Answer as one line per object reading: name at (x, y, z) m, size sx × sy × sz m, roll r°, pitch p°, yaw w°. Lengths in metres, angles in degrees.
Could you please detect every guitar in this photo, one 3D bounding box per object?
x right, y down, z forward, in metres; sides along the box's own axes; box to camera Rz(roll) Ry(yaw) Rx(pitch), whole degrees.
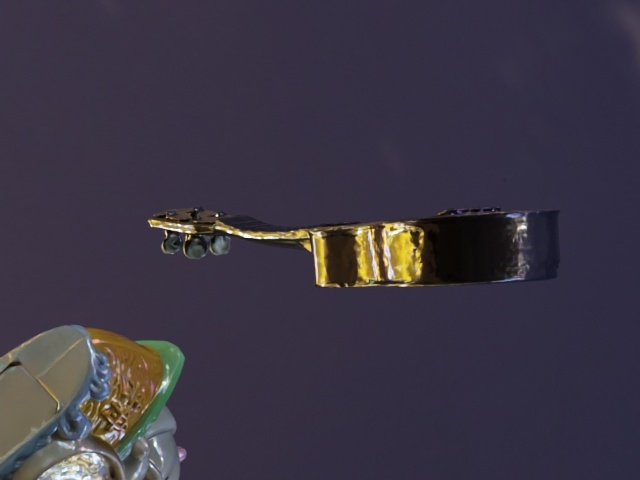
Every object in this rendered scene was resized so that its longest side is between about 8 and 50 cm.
guitar at (-0.001, 0.002, 0.752) m, size 0.271 × 0.084 × 0.038 m, roll 1°, pitch -88°, yaw 51°

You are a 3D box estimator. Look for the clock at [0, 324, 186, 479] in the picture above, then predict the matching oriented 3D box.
clock at (-0.165, 0.146, 0.911) m, size 0.231 × 0.144 × 0.103 m, roll -41°, pitch -133°, yaw -11°
